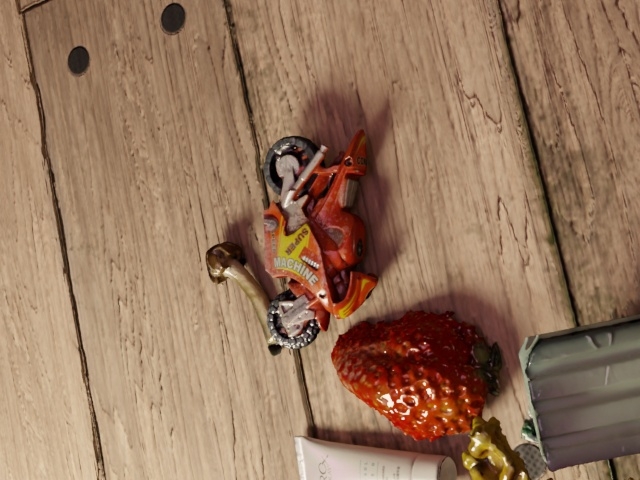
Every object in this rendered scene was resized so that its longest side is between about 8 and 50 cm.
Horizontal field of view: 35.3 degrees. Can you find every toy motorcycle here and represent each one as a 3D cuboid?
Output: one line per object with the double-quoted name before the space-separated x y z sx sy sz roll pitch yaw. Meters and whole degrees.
"toy motorcycle" -0.002 0.000 1.382 0.171 0.089 0.298 -2 87 28

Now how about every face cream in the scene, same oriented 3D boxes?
"face cream" 0.069 0.312 1.358 0.244 0.058 0.092 -6 90 35

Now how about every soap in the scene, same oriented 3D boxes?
"soap" 0.361 0.155 1.126 0.262 0.094 0.150 -12 87 4

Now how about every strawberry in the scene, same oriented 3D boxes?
"strawberry" 0.110 0.178 1.306 0.236 0.107 0.175 -16 81 28

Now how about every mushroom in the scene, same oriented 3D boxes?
"mushroom" -0.107 0.082 1.460 0.060 0.061 0.187 -39 75 17

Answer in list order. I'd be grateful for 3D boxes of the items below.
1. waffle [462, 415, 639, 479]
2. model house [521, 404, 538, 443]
"waffle" 0.285 0.311 1.049 0.293 0.069 0.259 -5 100 28
"model house" 0.304 0.197 1.207 0.101 0.088 0.100 14 97 29
